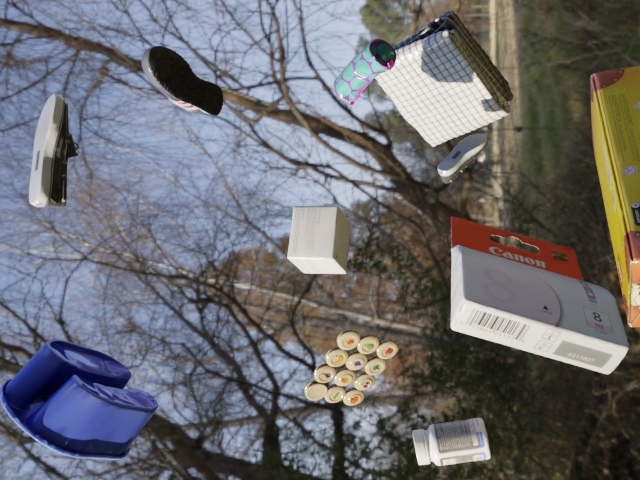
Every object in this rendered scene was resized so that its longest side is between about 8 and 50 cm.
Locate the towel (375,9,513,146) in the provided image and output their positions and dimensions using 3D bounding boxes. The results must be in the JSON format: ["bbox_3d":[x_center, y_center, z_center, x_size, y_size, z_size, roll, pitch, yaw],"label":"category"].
[{"bbox_3d":[0.284,-0.377,1.427,0.284,0.235,0.121,41,-127,-29],"label":"towel"}]

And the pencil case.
[{"bbox_3d":[0.090,-0.349,1.258,0.064,0.152,0.070,-29,-92,-35],"label":"pencil case"}]

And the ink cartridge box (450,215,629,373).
[{"bbox_3d":[0.256,0.040,0.747,0.232,0.189,0.066,-74,0,-48],"label":"ink cartridge box"}]

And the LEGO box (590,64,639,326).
[{"bbox_3d":[0.713,-0.114,1.077,0.193,0.373,0.500,63,-150,-45],"label":"LEGO box"}]

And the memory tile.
[{"bbox_3d":[0.049,0.207,0.967,0.148,0.113,0.012,-59,28,23],"label":"memory tile"}]

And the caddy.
[{"bbox_3d":[-0.523,0.362,1.312,0.179,0.241,0.341,-51,-29,-4],"label":"caddy"}]

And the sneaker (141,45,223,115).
[{"bbox_3d":[-0.385,-0.406,1.572,0.319,0.131,0.112,30,-108,-66],"label":"sneaker"}]

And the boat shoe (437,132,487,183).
[{"bbox_3d":[0.304,-0.177,1.293,0.142,0.049,0.040,-40,-46,-17],"label":"boat shoe"}]

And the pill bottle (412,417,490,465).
[{"bbox_3d":[0.251,0.390,1.163,0.078,0.137,0.078,-10,-90,-82],"label":"pill bottle"}]

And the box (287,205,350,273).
[{"bbox_3d":[0.000,0.000,1.091,0.102,0.087,0.101,48,-135,-65],"label":"box"}]

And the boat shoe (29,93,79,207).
[{"bbox_3d":[-0.525,-0.175,1.212,0.076,0.080,0.228,11,-101,-44],"label":"boat shoe"}]
